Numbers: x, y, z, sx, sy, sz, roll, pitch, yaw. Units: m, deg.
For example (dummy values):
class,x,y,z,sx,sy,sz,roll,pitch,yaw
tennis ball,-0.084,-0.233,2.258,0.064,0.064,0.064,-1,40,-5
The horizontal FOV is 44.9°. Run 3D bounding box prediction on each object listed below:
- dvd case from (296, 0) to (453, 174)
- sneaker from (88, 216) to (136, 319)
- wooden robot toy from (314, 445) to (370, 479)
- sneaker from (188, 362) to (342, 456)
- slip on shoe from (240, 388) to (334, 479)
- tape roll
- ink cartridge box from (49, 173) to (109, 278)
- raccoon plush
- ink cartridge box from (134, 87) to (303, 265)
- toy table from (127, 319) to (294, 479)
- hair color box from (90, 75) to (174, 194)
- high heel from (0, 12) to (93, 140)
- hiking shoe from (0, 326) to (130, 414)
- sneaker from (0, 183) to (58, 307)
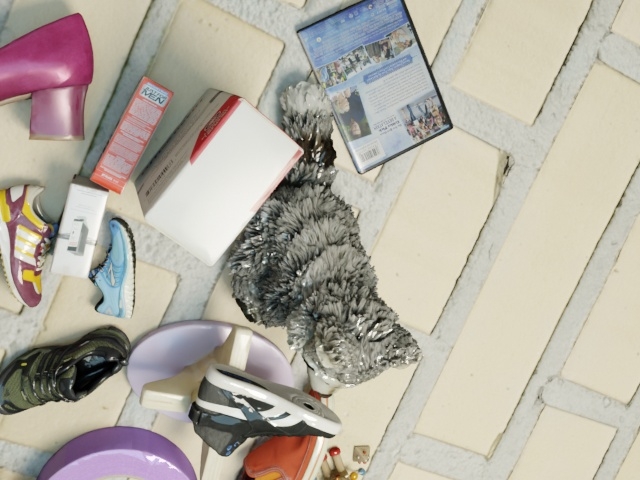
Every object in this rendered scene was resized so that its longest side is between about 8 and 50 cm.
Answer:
class,x,y,z,sx,sy,sz,roll,pitch,yaw
dvd case,0.092,-0.257,1.250,0.180,0.022,0.253,-27,107,-8
sneaker,-0.322,0.044,1.193,0.073,0.063,0.162,2,101,-11
wooden robot toy,0.021,0.417,1.348,0.173,0.079,0.076,-23,106,-8
sneaker,-0.087,0.270,1.131,0.217,0.079,0.121,25,98,-11
slip on shoe,-0.075,0.382,1.301,0.101,0.123,0.331,29,99,-14
tape roll,-0.333,0.448,1.263,0.275,0.090,0.274,-3,103,-13
ink cartridge box,-0.356,-0.022,1.150,0.056,0.099,0.135,14,99,-17
raccoon plush,0.000,0.000,1.118,0.216,0.299,0.446,-14,105,-24
ink cartridge box,-0.155,-0.102,1.093,0.114,0.273,0.197,39,91,-22
toy table,-0.163,0.236,1.222,0.274,0.161,0.252,0,102,-15
hair color box,-0.279,-0.157,1.143,0.053,0.093,0.167,29,93,-18
high heel,-0.509,-0.236,1.061,0.377,0.127,0.181,0,100,-23
hiking shoe,-0.401,0.206,1.180,0.227,0.114,0.086,-26,106,-7
sneaker,-0.429,0.009,1.155,0.084,0.069,0.185,-11,106,-7
